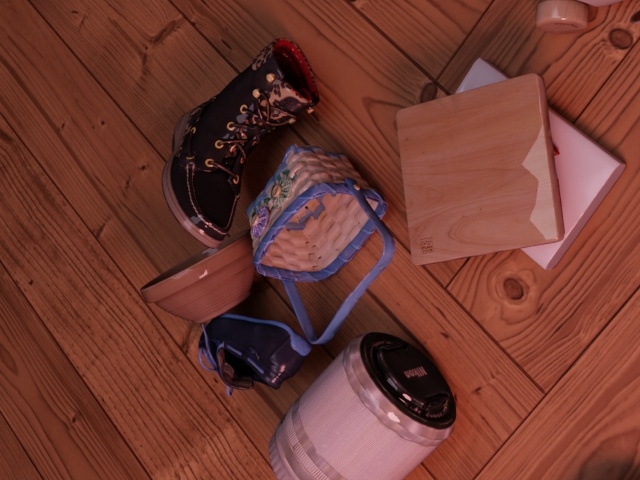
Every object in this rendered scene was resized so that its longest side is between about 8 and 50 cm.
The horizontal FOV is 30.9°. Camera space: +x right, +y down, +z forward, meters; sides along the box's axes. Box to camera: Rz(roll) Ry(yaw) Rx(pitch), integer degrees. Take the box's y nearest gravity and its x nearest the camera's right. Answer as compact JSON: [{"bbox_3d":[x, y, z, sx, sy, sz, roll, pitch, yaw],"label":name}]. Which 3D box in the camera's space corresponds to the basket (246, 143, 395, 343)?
[{"bbox_3d":[0.000,0.000,1.991,0.255,0.201,0.289,-54,51,30],"label":"basket"}]

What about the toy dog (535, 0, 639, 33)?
[{"bbox_3d":[0.442,-0.409,1.704,0.333,0.161,0.220,-23,75,34],"label":"toy dog"}]

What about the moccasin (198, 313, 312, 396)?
[{"bbox_3d":[-0.148,0.204,2.071,0.117,0.137,0.342,-57,18,-20],"label":"moccasin"}]

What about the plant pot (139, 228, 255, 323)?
[{"bbox_3d":[-0.206,0.080,2.149,0.237,0.237,0.110,-23,98,34],"label":"plant pot"}]

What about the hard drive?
[{"bbox_3d":[0.313,-0.127,1.863,0.307,0.040,0.203,44,113,30],"label":"hard drive"}]

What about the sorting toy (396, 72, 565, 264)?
[{"bbox_3d":[0.261,-0.104,1.821,0.257,0.089,0.256,-11,81,37],"label":"sorting toy"}]

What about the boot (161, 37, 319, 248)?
[{"bbox_3d":[-0.139,-0.185,2.083,0.284,0.138,0.377,-38,29,25],"label":"boot"}]

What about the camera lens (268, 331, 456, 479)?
[{"bbox_3d":[0.071,0.304,1.913,0.274,0.219,0.219,-49,61,25],"label":"camera lens"}]
